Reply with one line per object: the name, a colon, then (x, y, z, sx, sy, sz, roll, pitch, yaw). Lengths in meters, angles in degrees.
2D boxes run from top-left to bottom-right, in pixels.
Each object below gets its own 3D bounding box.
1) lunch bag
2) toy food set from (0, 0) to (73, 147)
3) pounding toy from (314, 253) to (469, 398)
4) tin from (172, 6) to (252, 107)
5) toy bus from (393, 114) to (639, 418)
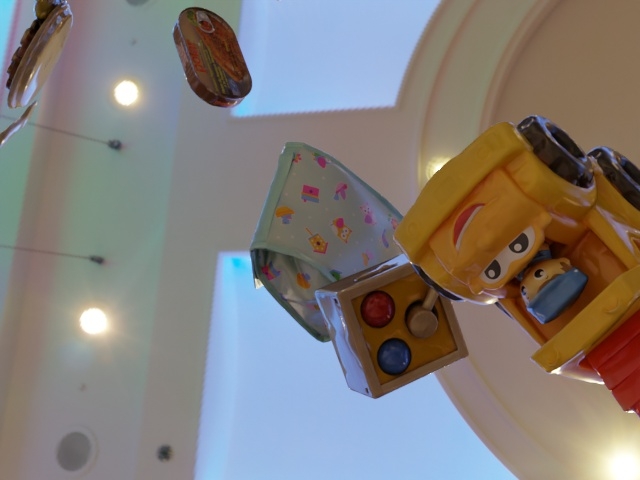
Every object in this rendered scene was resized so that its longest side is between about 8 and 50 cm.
lunch bag: (0.000, 0.000, 1.451, 0.160, 0.262, 0.223, -15, -136, 40)
toy food set: (-0.294, -0.193, 0.947, 0.039, 0.132, 0.192, 28, -68, -10)
pounding toy: (0.085, 0.068, 0.922, 0.141, 0.100, 0.130, -22, -83, -18)
tin: (-0.176, -0.293, 1.490, 0.040, 0.106, 0.189, -42, -123, 39)
toy bus: (0.191, 0.038, 0.681, 0.149, 0.220, 0.211, -48, -132, 27)
